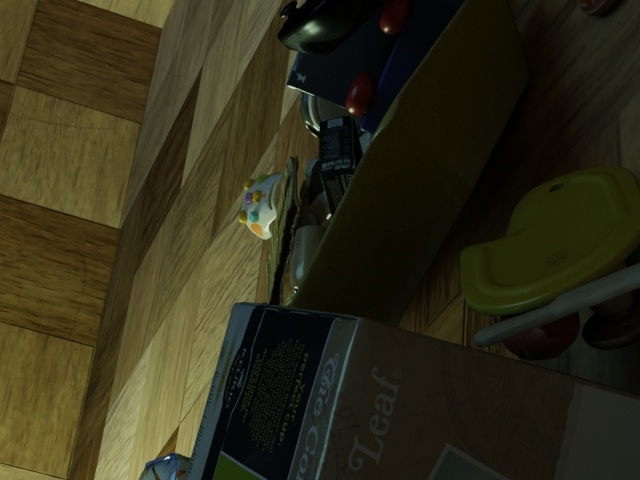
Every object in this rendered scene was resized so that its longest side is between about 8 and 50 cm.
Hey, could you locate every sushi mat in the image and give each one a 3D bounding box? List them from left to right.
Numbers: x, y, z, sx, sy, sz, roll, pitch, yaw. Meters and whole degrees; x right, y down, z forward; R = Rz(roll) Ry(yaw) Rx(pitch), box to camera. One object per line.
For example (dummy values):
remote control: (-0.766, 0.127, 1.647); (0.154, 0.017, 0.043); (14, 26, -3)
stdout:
sushi mat: (-0.045, -0.004, 1.743); (0.316, 0.019, 0.151); (-96, 16, -77)

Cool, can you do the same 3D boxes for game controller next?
game controller: (0.086, -0.296, 1.364); (0.319, 0.067, 0.166); (-47, 1, -11)

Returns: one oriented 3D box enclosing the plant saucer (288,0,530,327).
plant saucer: (0.065, -0.018, 1.199); (0.333, 0.081, 0.333); (-64, -5, 33)

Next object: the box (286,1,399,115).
box: (0.047, -0.227, 1.541); (0.158, 0.093, 0.156); (-47, -20, -71)

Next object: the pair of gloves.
pair of gloves: (0.000, 0.000, 1.652); (0.204, 0.042, 0.240); (157, 128, -71)

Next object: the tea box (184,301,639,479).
tea box: (0.033, 0.224, 0.924); (0.323, 0.220, 0.329); (180, 106, -76)

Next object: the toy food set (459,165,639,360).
toy food set: (0.160, 0.029, 0.929); (0.128, 0.071, 0.218); (-26, 17, 14)

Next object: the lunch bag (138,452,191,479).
lunch bag: (-0.187, 0.409, 1.751); (0.243, 0.115, 0.303); (151, 135, -66)

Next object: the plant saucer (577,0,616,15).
plant saucer: (0.222, -0.211, 1.121); (0.083, 0.013, 0.083); (-162, 90, -75)

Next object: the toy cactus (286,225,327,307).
toy cactus: (-0.016, 0.076, 1.463); (0.219, 0.112, 0.181); (138, 133, -65)

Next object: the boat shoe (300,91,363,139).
boat shoe: (0.035, -0.279, 1.698); (0.095, 0.112, 0.335); (-169, 92, -71)

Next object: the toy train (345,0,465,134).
toy train: (0.081, -0.143, 1.419); (0.143, 0.105, 0.248); (-76, 8, -60)

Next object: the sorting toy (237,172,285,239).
sorting toy: (-0.063, -0.051, 1.782); (0.075, 0.045, 0.083); (-18, 59, 64)

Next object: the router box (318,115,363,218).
router box: (0.029, -0.050, 1.488); (0.092, 0.038, 0.122); (-92, -12, -51)
